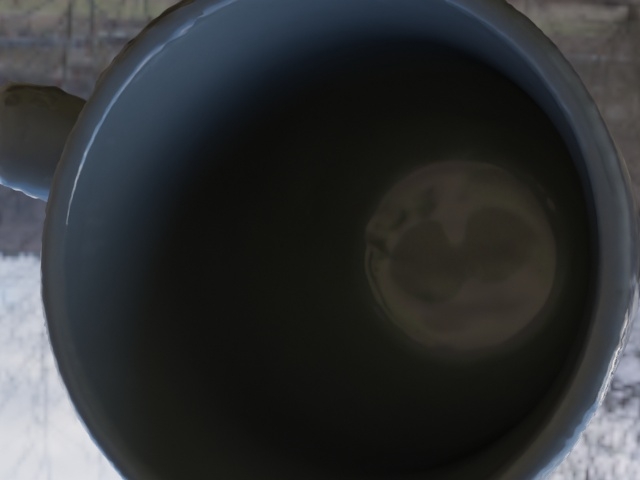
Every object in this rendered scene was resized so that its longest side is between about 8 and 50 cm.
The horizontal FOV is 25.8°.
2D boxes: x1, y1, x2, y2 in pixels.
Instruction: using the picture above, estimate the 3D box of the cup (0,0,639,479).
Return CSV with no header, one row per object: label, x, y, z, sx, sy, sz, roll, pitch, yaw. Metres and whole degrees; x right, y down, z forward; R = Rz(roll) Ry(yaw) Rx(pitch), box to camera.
cup,0.000,0.000,0.630,0.301,0.227,0.257,20,-177,17
